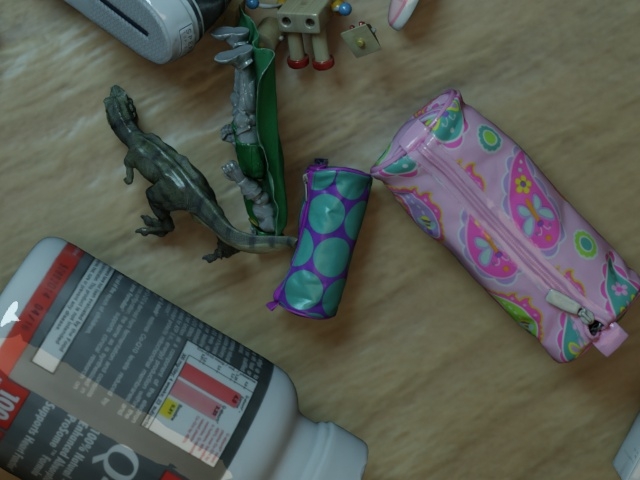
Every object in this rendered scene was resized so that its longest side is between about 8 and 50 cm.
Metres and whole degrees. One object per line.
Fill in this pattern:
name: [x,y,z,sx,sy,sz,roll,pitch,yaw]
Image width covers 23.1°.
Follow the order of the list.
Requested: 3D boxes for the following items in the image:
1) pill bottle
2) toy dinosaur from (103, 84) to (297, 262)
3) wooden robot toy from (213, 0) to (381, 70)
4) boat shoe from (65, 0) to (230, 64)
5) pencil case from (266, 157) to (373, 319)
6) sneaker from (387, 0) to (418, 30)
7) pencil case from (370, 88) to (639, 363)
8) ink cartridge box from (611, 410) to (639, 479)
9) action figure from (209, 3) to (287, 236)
pill bottle: [-0.151,0.170,1.448,0.363,0.210,0.210,31,96,-6]
toy dinosaur: [-0.123,-0.035,1.457,0.064,0.118,0.268,-37,62,-27]
wooden robot toy: [-0.014,-0.212,1.478,0.173,0.079,0.076,8,132,20]
boat shoe: [-0.218,-0.296,1.431,0.335,0.121,0.119,43,57,6]
pencil case: [0.000,0.000,1.502,0.070,0.064,0.152,11,97,-22]
sneaker: [0.074,-0.269,1.474,0.070,0.051,0.134,22,94,-3]
pencil case: [0.180,-0.010,1.480,0.124,0.124,0.284,-43,96,4]
ink cartridge box: [0.394,0.176,1.532,0.139,0.082,0.191,27,98,-5]
action figure: [-0.062,-0.085,1.454,0.063,0.137,0.232,-9,125,-1]
